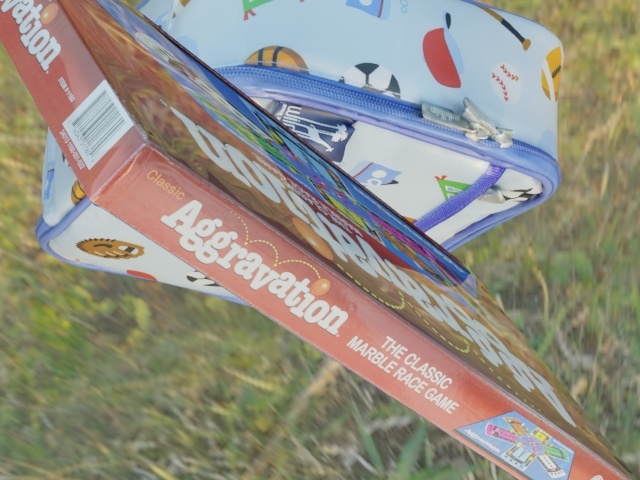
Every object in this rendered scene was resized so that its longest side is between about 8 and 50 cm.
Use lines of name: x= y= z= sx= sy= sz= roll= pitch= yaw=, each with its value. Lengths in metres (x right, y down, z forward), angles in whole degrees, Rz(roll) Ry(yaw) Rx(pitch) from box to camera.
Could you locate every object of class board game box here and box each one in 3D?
board game box: x=0.000 y=0.000 z=0.671 sx=0.027 sy=0.281 sz=0.145 roll=-44 pitch=44 yaw=10

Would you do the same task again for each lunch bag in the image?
lunch bag: x=-0.009 y=-0.050 z=1.102 sx=0.243 sy=0.303 sz=0.115 roll=17 pitch=66 yaw=-25
